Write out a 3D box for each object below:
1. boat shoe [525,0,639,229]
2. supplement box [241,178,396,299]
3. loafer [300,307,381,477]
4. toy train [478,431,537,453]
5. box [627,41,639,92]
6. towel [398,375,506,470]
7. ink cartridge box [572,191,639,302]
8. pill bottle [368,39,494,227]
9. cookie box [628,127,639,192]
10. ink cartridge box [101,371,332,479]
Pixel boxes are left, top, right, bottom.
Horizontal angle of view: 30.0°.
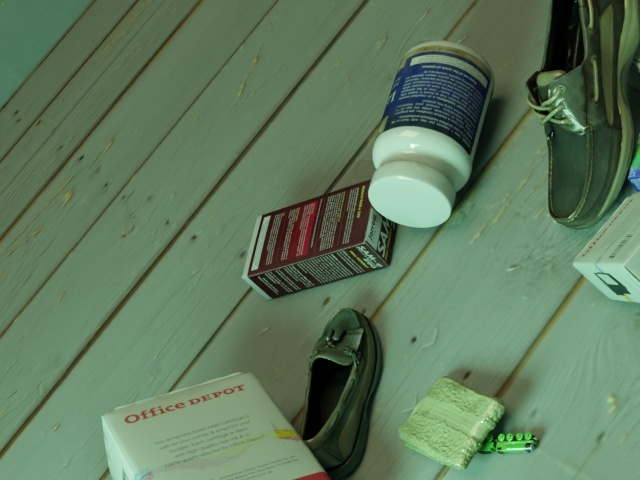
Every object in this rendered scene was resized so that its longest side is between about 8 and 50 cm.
[{"bbox_3d":[0.335,-0.193,1.601,0.132,0.130,0.355,-11,70,63],"label":"boat shoe"},{"bbox_3d":[0.000,0.000,1.868,0.239,0.073,0.130,-17,45,34],"label":"supplement box"},{"bbox_3d":[0.023,0.192,1.649,0.096,0.084,0.267,-20,43,28],"label":"loafer"},{"bbox_3d":[0.227,0.248,1.456,0.083,0.017,0.023,-10,58,38],"label":"toy train"},{"bbox_3d":[0.551,-0.306,1.619,0.290,0.087,0.169,-44,36,1],"label":"box"},{"bbox_3d":[0.163,0.229,1.509,0.110,0.027,0.148,-54,27,-10],"label":"towel"},{"bbox_3d":[0.392,0.006,1.421,0.127,0.072,0.175,-49,5,-5],"label":"ink cartridge box"},{"bbox_3d":[0.164,-0.159,1.795,0.153,0.153,0.264,-10,48,38],"label":"pill bottle"},{"bbox_3d":[0.464,-0.111,1.553,0.107,0.040,0.091,-7,50,40],"label":"cookie box"},{"bbox_3d":[-0.127,0.323,1.537,0.226,0.131,0.306,-13,31,-21],"label":"ink cartridge box"}]
